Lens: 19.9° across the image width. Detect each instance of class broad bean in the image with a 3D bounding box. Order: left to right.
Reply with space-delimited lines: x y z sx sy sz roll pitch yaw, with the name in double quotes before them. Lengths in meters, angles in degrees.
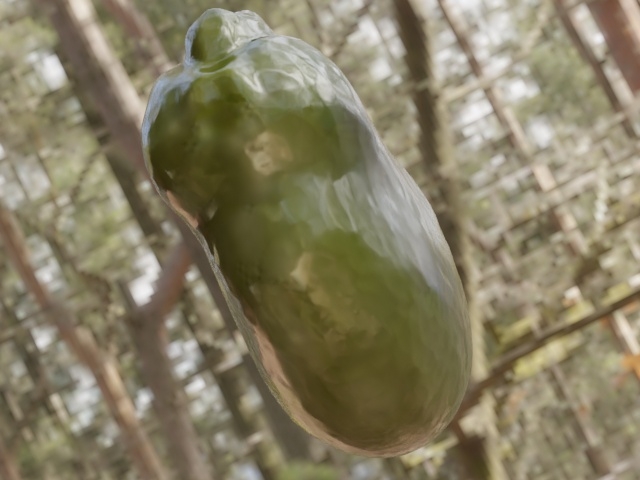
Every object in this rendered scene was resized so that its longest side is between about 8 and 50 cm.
"broad bean" -0.001 0.000 1.042 0.119 0.291 0.238 -25 38 12
